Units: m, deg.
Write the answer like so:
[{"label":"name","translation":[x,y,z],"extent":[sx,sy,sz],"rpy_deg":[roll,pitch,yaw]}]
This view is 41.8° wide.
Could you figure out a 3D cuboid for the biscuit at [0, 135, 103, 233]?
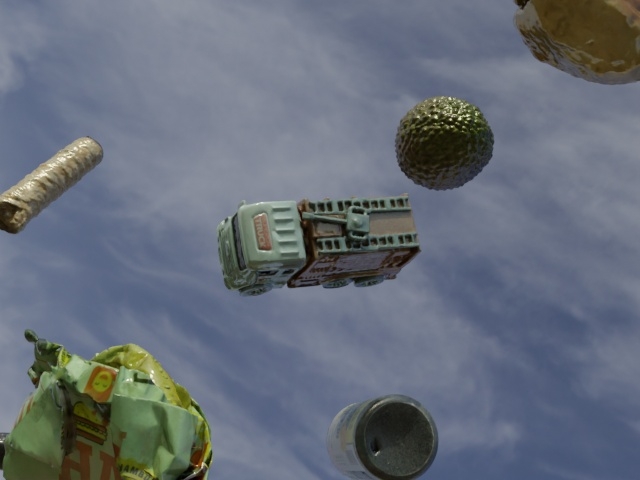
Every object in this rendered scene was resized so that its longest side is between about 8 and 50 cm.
[{"label":"biscuit","translation":[-0.399,-0.088,1.247],"extent":[0.061,0.219,0.055],"rpy_deg":[33,-45,6]}]

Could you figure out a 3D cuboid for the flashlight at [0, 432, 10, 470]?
[{"label":"flashlight","translation":[-0.502,0.351,1.389],"extent":[0.093,0.232,0.092],"rpy_deg":[-175,-90,-74]}]

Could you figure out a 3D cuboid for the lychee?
[{"label":"lychee","translation":[0.145,-0.113,0.986],"extent":[0.114,0.114,0.146],"rpy_deg":[65,-16,-3]}]

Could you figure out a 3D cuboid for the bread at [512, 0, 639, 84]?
[{"label":"bread","translation":[0.279,-0.264,0.844],"extent":[0.244,0.245,0.134],"rpy_deg":[62,-30,0]}]

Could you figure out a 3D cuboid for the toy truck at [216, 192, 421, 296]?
[{"label":"toy truck","translation":[0.000,0.000,1.340],"extent":[0.162,0.306,0.136],"rpy_deg":[138,-55,-61]}]

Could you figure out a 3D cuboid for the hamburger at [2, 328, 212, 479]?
[{"label":"hamburger","translation":[-0.203,0.179,0.788],"extent":[0.235,0.125,0.214],"rpy_deg":[49,-55,24]}]

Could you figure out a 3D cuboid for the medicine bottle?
[{"label":"medicine bottle","translation":[0.092,0.347,1.452],"extent":[0.141,0.141,0.293],"rpy_deg":[54,-19,6]}]
